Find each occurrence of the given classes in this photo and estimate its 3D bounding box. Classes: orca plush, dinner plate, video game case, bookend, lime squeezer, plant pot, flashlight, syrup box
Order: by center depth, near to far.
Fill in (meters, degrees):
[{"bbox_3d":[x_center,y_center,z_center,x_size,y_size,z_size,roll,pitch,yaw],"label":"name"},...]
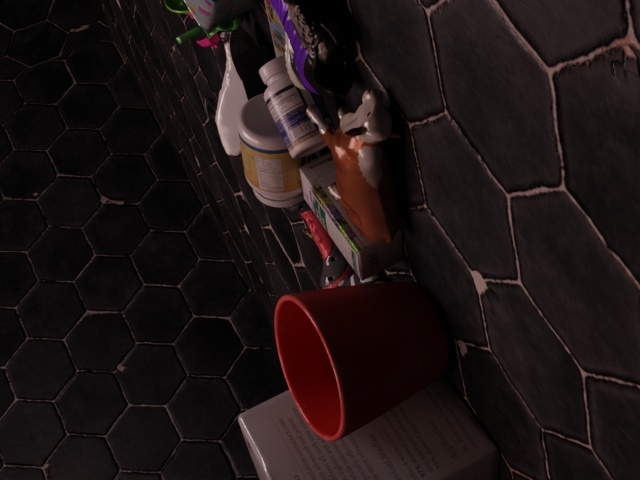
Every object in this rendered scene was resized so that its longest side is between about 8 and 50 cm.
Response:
[{"bbox_3d":[0.080,0.198,1.646,0.275,0.243,0.275,46,144,49],"label":"plant pot"},{"bbox_3d":[-0.036,-0.337,1.682,0.227,0.026,0.206,54,163,43],"label":"video game case"},{"bbox_3d":[0.055,-0.051,1.691,0.237,0.096,0.093,55,164,34],"label":"syrup box"},{"bbox_3d":[-0.101,-0.290,1.864,0.156,0.072,0.157,60,-170,-56],"label":"bookend"},{"bbox_3d":[-0.225,-0.461,1.909,0.310,0.109,0.059,-74,-31,-74],"label":"lime squeezer"},{"bbox_3d":[-0.157,-0.378,1.911,0.141,0.017,0.141,37,-134,-51],"label":"dinner plate"},{"bbox_3d":[0.000,0.000,1.959,0.304,0.103,0.103,62,-154,-7],"label":"flashlight"},{"bbox_3d":[-0.192,-0.347,2.112,0.102,0.151,0.287,-43,-58,-65],"label":"orca plush"}]

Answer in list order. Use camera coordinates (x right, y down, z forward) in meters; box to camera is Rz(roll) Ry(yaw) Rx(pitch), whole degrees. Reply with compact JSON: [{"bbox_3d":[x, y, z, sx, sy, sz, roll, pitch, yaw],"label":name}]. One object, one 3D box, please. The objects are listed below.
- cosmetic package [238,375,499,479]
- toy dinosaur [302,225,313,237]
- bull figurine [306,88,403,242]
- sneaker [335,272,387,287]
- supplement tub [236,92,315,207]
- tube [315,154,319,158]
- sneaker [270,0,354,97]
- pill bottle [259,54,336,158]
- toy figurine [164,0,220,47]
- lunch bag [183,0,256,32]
[{"bbox_3d":[0.098,0.457,1.795,0.329,0.393,0.327,55,164,38],"label":"cosmetic package"},{"bbox_3d":[0.003,-0.010,2.063,0.092,0.053,0.183,44,156,54],"label":"toy dinosaur"},{"bbox_3d":[0.065,-0.131,1.500,0.188,0.101,0.310,-125,17,-44],"label":"bull figurine"},{"bbox_3d":[0.096,0.143,1.891,0.153,0.094,0.235,56,164,40],"label":"sneaker"},{"bbox_3d":[-0.082,-0.174,1.762,0.144,0.144,0.200,56,162,34],"label":"supplement tub"},{"bbox_3d":[0.027,-0.085,1.857,0.207,0.052,0.080,54,173,22],"label":"tube"},{"bbox_3d":[-0.008,-0.350,1.413,0.146,0.102,0.293,43,159,49],"label":"sneaker"},{"bbox_3d":[-0.044,-0.240,1.612,0.169,0.094,0.094,65,167,4],"label":"pill bottle"},{"bbox_3d":[-0.273,-0.530,2.109,0.159,0.130,0.173,66,-167,-51],"label":"toy figurine"},{"bbox_3d":[-0.223,-0.559,1.716,0.262,0.160,0.223,60,168,-3],"label":"lunch bag"}]
